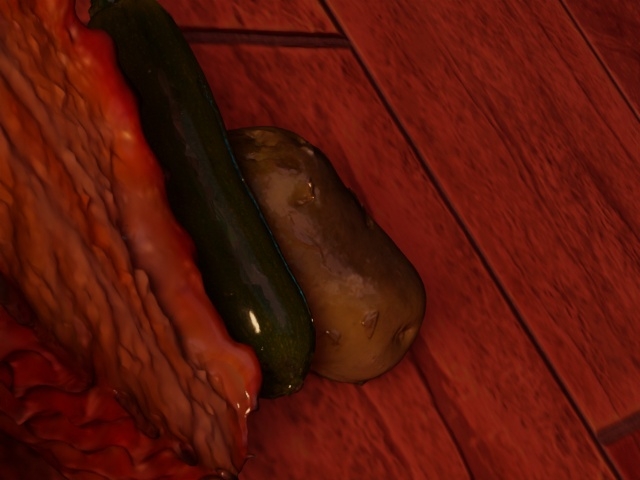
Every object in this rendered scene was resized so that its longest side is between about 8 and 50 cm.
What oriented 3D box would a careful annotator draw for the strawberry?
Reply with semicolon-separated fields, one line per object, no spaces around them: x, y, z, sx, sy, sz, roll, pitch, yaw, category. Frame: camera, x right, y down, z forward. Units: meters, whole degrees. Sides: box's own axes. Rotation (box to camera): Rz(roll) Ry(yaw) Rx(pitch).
-0.159;-0.004;0.879;0.280;0.150;0.253;51;23;-45;strawberry

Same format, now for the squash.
-0.090;-0.048;1.096;0.087;0.087;0.331;10;52;-53;squash

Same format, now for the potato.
0.000;0.000;1.188;0.200;0.081;0.164;45;27;-19;potato
